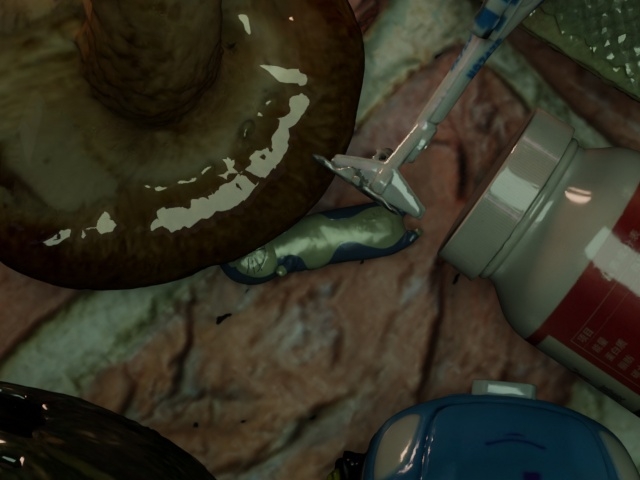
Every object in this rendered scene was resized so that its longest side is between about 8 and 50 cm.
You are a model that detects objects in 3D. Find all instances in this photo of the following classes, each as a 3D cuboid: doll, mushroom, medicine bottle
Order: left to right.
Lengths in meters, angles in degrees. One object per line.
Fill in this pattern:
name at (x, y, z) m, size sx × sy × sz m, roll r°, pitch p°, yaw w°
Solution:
mushroom at (-0.125, -0.096, 1.104) m, size 0.267 × 0.254 × 0.267 m, roll 2°, pitch 94°, yaw 23°
doll at (0.000, 0.000, 1.178) m, size 0.125 × 0.027 × 0.037 m, roll -13°, pitch 79°, yaw -4°
medicine bottle at (0.200, 0.035, 1.134) m, size 0.250 × 0.131 × 0.131 m, roll 33°, pitch 85°, yaw 0°

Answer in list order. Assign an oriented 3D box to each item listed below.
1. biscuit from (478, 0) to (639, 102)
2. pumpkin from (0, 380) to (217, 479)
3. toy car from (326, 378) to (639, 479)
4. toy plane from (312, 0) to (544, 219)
biscuit at (0.142, -0.199, 1.152) m, size 0.252 × 0.052 × 0.150 m, roll 36°, pitch 95°, yaw 21°
pumpkin at (-0.236, 0.237, 0.949) m, size 0.454 × 0.454 × 0.344 m, roll -14°, pitch 102°, yaw -4°
toy car at (0.095, 0.235, 1.100) m, size 0.198 × 0.166 × 0.314 m, roll 7°, pitch 84°, yaw -6°
toy plane at (0.120, -0.137, 1.090) m, size 0.182 × 0.107 × 0.273 m, roll 18°, pitch 105°, yaw 12°
